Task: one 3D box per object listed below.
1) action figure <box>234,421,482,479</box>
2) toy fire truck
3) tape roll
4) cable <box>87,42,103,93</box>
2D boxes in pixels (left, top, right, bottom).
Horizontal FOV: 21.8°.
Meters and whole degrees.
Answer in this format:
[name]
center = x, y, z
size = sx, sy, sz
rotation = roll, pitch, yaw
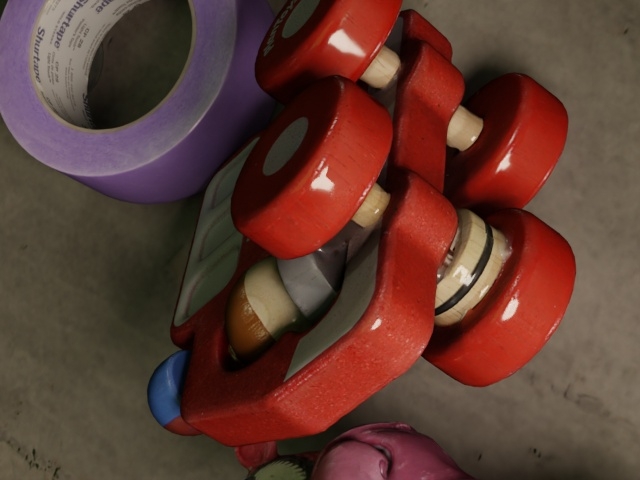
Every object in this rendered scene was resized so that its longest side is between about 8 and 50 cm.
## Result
[action figure]
center = 0.083, 0.169, 0.857
size = 0.370, 0.248, 0.276
rotation = 30, 88, 38
[toy fire truck]
center = 0.000, 0.000, 0.967
size = 0.254, 0.169, 0.302
rotation = -41, 26, 34
[tape roll]
center = -0.127, -0.125, 1.151
size = 0.189, 0.080, 0.189
rotation = -5, 76, 21
[cable]
center = -0.244, -0.238, 1.283
size = 0.139, 0.072, 0.287
rotation = -18, 68, 26
